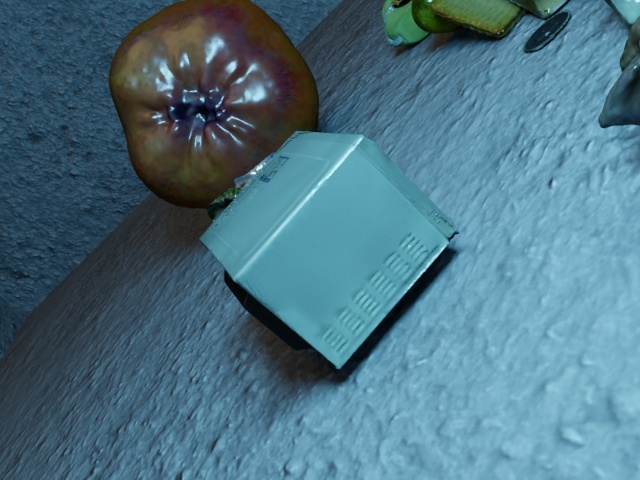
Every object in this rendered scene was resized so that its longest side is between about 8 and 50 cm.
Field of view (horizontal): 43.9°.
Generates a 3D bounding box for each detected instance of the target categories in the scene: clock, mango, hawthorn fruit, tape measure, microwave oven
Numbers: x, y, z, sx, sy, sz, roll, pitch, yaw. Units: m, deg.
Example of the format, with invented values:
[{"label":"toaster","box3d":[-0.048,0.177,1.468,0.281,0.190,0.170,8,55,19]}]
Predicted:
[{"label":"clock","box3d":[0.332,-0.308,1.163,0.083,0.010,0.074,-48,18,-3]},{"label":"mango","box3d":[0.251,-0.473,1.489,0.120,0.151,0.221,27,77,31]},{"label":"hawthorn fruit","box3d":[-0.222,-0.292,1.693,0.471,0.472,0.472,-41,19,17]},{"label":"tape measure","box3d":[0.215,-0.505,1.704,0.200,0.106,0.175,-41,32,23]},{"label":"microwave oven","box3d":[0.000,0.000,0.978,0.237,0.181,0.295,-50,18,-4]}]

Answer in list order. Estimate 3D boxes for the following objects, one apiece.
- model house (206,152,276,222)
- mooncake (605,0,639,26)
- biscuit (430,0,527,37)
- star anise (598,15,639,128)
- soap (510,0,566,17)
[{"label":"model house","box3d":[-0.041,-0.060,1.251,0.182,0.166,0.172,-11,34,42]},{"label":"mooncake","box3d":[0.379,-0.327,0.923,0.125,0.130,0.073,-40,-14,22]},{"label":"biscuit","box3d":[0.322,-0.455,1.360,0.254,0.029,0.172,-48,50,-8]},{"label":"star anise","box3d":[0.374,-0.196,0.671,0.315,0.108,0.315,-37,13,10]},{"label":"soap","box3d":[0.394,-0.473,1.222,0.257,0.080,0.160,-42,35,10]}]
